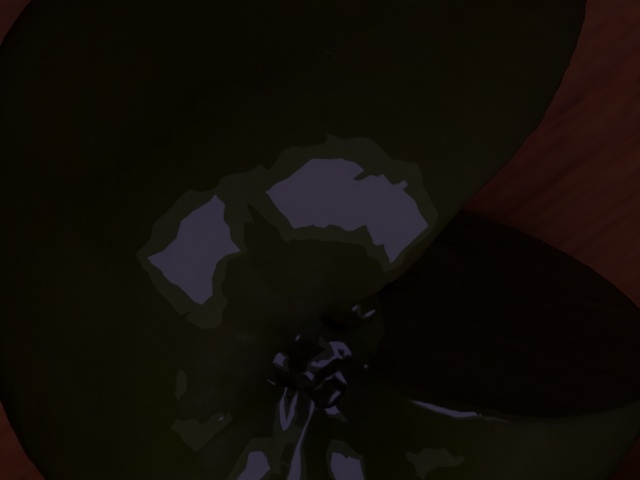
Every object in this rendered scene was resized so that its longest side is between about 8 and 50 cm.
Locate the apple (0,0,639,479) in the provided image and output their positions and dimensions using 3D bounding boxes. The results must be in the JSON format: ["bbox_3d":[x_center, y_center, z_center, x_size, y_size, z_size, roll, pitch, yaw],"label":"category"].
[{"bbox_3d":[0.000,0.000,0.523,0.291,0.254,0.292,0,110,1],"label":"apple"}]
